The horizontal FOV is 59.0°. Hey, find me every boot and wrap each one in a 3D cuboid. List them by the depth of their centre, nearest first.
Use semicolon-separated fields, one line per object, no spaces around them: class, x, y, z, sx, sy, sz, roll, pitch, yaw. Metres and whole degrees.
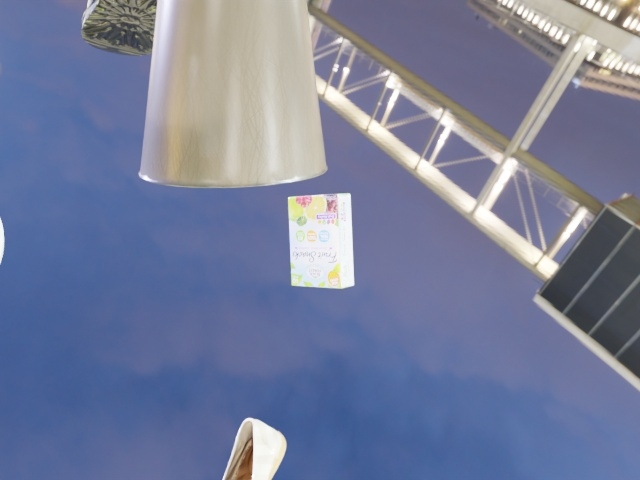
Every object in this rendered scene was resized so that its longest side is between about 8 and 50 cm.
boot;-0.301;-0.485;0.939;0.131;0.348;0.260;8;-104;-29

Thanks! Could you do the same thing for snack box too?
snack box;0.000;0.000;0.877;0.100;0.141;0.037;0;-176;39

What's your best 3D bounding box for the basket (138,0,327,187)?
basket;-0.087;-0.181;0.571;0.204;0.227;0.154;-9;-159;-26

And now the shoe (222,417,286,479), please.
shoe;-0.104;0.318;0.676;0.076;0.058;0.219;-9;-139;28

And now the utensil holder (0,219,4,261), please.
utensil holder;-0.783;0.101;1.055;0.327;0.385;0.328;17;-132;-20
